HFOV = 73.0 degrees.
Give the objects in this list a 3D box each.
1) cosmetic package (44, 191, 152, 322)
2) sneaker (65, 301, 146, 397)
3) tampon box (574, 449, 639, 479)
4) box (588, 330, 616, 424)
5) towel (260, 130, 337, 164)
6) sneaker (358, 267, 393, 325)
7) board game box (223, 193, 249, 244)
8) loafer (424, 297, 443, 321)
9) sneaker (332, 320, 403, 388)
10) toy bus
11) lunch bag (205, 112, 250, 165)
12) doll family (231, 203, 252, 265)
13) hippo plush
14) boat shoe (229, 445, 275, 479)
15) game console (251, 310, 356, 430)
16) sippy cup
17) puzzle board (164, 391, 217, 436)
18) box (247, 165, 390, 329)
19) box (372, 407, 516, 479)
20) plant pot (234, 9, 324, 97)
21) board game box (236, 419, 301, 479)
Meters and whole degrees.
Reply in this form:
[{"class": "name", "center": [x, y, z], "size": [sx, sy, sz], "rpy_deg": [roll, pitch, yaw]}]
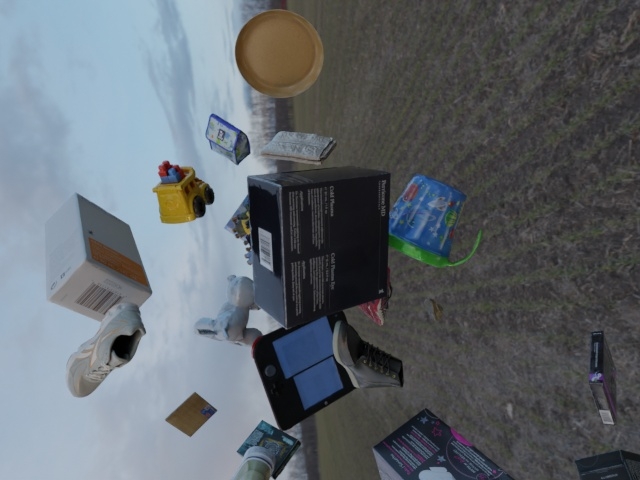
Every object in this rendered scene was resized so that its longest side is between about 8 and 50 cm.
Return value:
[{"class": "cosmetic package", "center": [-0.713, 0.051, 1.370], "size": [0.230, 0.161, 0.453], "rpy_deg": [42, -178, -43]}, {"class": "sneaker", "center": [-0.515, 0.281, 1.037], "size": [0.121, 0.099, 0.262], "rpy_deg": [36, 94, 44]}, {"class": "tampon box", "center": [0.676, 0.536, 0.945], "size": [0.120, 0.161, 0.101], "rpy_deg": [-52, 25, 44]}, {"class": "box", "center": [0.605, 0.289, 0.925], "size": [0.162, 0.029, 0.116], "rpy_deg": [-45, -66, -45]}, {"class": "towel", "center": [-0.089, -0.383, 1.772], "size": [0.187, 0.283, 0.049], "rpy_deg": [-59, -27, -46]}, {"class": "sneaker", "center": [0.198, 0.194, 1.480], "size": [0.121, 0.112, 0.299], "rpy_deg": [39, 158, 27]}, {"class": "board game box", "center": [-0.256, -0.086, 1.700], "size": [0.039, 0.160, 0.211], "rpy_deg": [-39, 20, 57]}, {"class": "loafer", "center": [0.437, 0.258, 1.657], "size": [0.056, 0.050, 0.148], "rpy_deg": [46, 170, 39]}, {"class": "sneaker", "center": [0.110, 0.250, 0.952], "size": [0.083, 0.118, 0.222], "rpy_deg": [-72, -33, -41]}, {"class": "toy bus", "center": [-0.491, -0.191, 1.525], "size": [0.220, 0.150, 0.211], "rpy_deg": [-73, -25, -57]}, {"class": "lunch bag", "center": [-0.316, -0.349, 1.477], "size": [0.096, 0.129, 0.151], "rpy_deg": [-52, -14, -27]}, {"class": "doll family", "center": [-0.191, -0.017, 1.280], "size": [0.192, 0.112, 0.076], "rpy_deg": [64, -165, -3]}, {"class": "hippo plush", "center": [-0.323, 0.243, 1.553], "size": [0.294, 0.235, 0.236], "rpy_deg": [47, -127, -61]}, {"class": "boat shoe", "center": [-0.189, 0.612, 1.015], "size": [0.094, 0.109, 0.302], "rpy_deg": [-55, -15, -64]}, {"class": "game console", "center": [-0.035, 0.447, 1.570], "size": [0.060, 0.387, 0.341], "rpy_deg": [-21, 90, 63]}, {"class": "sippy cup", "center": [0.310, -0.068, 1.283], "size": [0.223, 0.306, 0.240], "rpy_deg": [-65, 15, 11]}, {"class": "puzzle board", "center": [-0.340, 0.460, 1.144], "size": [0.011, 0.096, 0.128], "rpy_deg": [32, 157, 39]}, {"class": "box", "center": [0.000, 0.000, 1.092], "size": [0.179, 0.313, 0.342], "rpy_deg": [24, 119, 54]}, {"class": "box", "center": [0.227, 0.454, 0.755], "size": [0.247, 0.142, 0.163], "rpy_deg": [27, 136, 57]}, {"class": "plant pot", "center": [-0.110, -0.500, 1.163], "size": [0.236, 0.237, 0.032], "rpy_deg": [89, 178, -46]}, {"class": "board game box", "center": [-0.162, 0.643, 1.339], "size": [0.186, 0.126, 0.026], "rpy_deg": [3, 129, 47]}]
